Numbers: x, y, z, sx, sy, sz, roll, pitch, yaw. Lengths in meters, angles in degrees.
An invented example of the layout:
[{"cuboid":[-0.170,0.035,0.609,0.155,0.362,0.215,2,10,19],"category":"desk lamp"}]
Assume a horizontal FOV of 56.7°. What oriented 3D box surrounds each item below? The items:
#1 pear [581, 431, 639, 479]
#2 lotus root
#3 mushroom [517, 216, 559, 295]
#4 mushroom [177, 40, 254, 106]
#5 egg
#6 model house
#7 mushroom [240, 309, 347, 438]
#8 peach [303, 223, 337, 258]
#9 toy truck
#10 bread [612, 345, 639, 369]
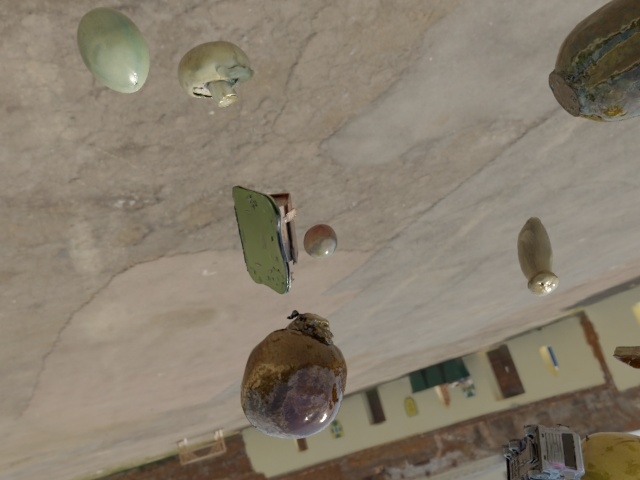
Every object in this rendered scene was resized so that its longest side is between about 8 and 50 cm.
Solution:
[{"cuboid":[0.798,0.652,1.531,0.309,0.309,0.309,-16,163,-5],"category":"pear"},{"cuboid":[0.633,-0.376,1.166,0.346,0.251,0.250,-32,160,13],"category":"lotus root"},{"cuboid":[0.606,0.049,1.664,0.096,0.247,0.108,30,134,-18],"category":"mushroom"},{"cuboid":[-0.214,-0.337,1.216,0.154,0.123,0.154,-18,-179,0],"category":"mushroom"},{"cuboid":[-0.364,-0.335,1.048,0.114,0.152,0.114,-27,-173,4],"category":"egg"},{"cuboid":[-0.112,-0.021,1.653,0.154,0.294,0.207,-25,-151,-36],"category":"model house"},{"cuboid":[-0.048,0.297,1.298,0.263,0.283,0.195,14,171,-35],"category":"mushroom"},{"cuboid":[0.000,0.001,1.364,0.083,0.083,0.083,-16,163,-5],"category":"peach"},{"cuboid":[0.540,0.534,1.418,0.155,0.124,0.268,6,146,2],"category":"toy truck"},{"cuboid":[0.830,0.307,1.550,0.109,0.062,0.043,-16,-152,51],"category":"bread"}]
